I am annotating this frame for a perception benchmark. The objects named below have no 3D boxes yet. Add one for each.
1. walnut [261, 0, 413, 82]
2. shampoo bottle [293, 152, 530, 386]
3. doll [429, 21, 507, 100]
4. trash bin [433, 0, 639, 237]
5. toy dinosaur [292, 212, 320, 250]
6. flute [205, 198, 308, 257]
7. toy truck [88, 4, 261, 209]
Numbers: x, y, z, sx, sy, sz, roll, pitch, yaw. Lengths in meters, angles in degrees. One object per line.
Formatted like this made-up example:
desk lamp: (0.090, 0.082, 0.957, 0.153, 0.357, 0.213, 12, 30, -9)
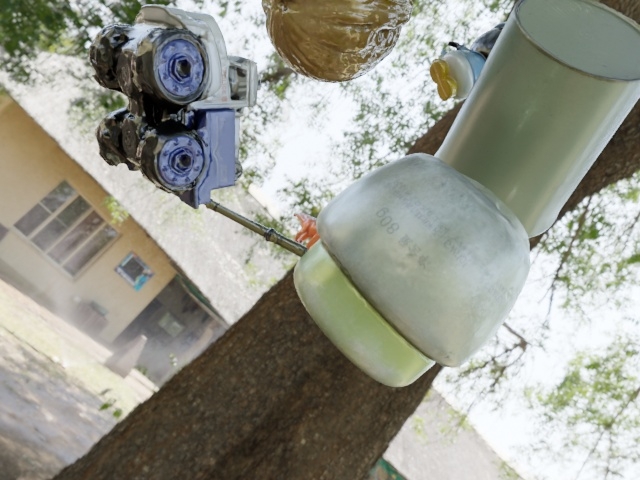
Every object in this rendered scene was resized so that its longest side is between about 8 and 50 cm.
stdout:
walnut: (0.037, -0.478, 1.095, 0.332, 0.333, 0.333, 35, -20, 15)
shampoo bottle: (0.142, 0.039, 0.839, 0.322, 0.317, 0.322, 43, 9, -9)
doll: (0.403, -0.406, 1.245, 0.141, 0.313, 0.177, 142, -72, -73)
trash bin: (0.388, -0.202, 1.016, 0.280, 0.280, 0.432, 35, -35, 15)
toy dinosaur: (-0.004, -0.002, 1.184, 0.055, 0.101, 0.279, 22, 18, -44)
flute: (-0.122, -0.028, 0.932, 0.233, 0.027, 0.027, 26, -23, 16)
toy truck: (-0.151, -0.153, 0.623, 0.161, 0.176, 0.213, 26, -60, 44)
